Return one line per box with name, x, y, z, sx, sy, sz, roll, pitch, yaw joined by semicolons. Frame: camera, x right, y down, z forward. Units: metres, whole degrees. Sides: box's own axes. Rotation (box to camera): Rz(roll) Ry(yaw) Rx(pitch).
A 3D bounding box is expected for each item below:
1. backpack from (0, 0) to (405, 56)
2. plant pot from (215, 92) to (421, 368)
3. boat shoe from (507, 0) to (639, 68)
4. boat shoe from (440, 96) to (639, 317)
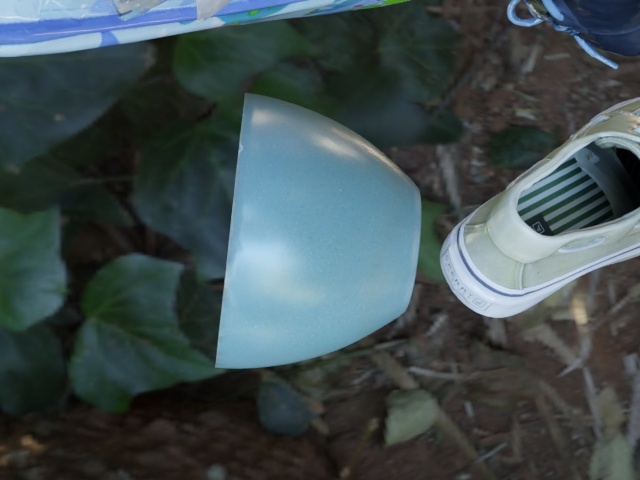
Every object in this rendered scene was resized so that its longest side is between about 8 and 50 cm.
backpack;-0.086;-0.173;0.434;0.290;0.355;0.273;26;140;52
plant pot;0.000;0.000;1.537;0.195;0.290;0.290;7;94;-4
boat shoe;0.144;-0.162;0.776;0.089;0.258;0.109;8;85;14
boat shoe;0.213;-0.037;1.044;0.109;0.302;0.094;53;142;6
